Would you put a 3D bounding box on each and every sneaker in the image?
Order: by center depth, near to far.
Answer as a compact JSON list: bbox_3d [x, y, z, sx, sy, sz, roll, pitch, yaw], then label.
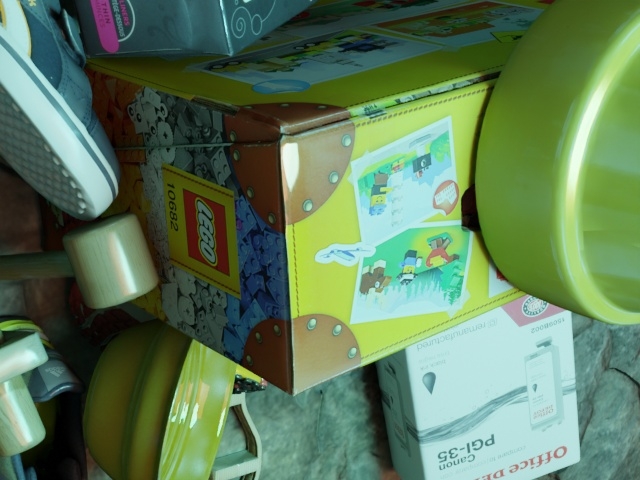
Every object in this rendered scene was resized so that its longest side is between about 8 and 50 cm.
[{"bbox_3d":[-0.230,-0.169,0.872,0.127,0.126,0.321,-43,100,-26],"label":"sneaker"},{"bbox_3d":[-0.267,0.225,1.047,0.111,0.121,0.300,-6,109,-40],"label":"sneaker"},{"bbox_3d":[-0.142,0.075,1.145,0.225,0.088,0.092,29,59,-39],"label":"sneaker"}]

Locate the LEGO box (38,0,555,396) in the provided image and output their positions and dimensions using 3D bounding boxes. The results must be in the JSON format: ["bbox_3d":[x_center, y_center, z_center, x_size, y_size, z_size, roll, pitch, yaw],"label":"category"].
[{"bbox_3d":[0.055,-0.093,1.045,0.500,0.372,0.193,-19,117,-35],"label":"LEGO box"}]

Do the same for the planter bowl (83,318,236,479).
[{"bbox_3d":[-0.142,0.138,1.019,0.217,0.090,0.217,12,90,-81],"label":"planter bowl"}]

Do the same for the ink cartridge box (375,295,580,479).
[{"bbox_3d":[0.179,0.148,1.375,0.207,0.117,0.283,-18,118,-14],"label":"ink cartridge box"}]

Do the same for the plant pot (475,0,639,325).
[{"bbox_3d":[0.278,-0.046,0.840,0.254,0.239,0.254,-15,114,-36],"label":"plant pot"}]

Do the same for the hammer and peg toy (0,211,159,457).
[{"bbox_3d":[-0.296,0.106,0.881,0.361,0.266,0.127,-25,98,-26],"label":"hammer and peg toy"}]

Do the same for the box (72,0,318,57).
[{"bbox_3d":[-0.076,-0.266,0.965,0.270,0.143,0.165,-45,132,-51],"label":"box"}]

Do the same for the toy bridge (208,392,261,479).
[{"bbox_3d":[-0.093,0.239,1.270,0.063,0.026,0.188,-10,112,-40],"label":"toy bridge"}]
